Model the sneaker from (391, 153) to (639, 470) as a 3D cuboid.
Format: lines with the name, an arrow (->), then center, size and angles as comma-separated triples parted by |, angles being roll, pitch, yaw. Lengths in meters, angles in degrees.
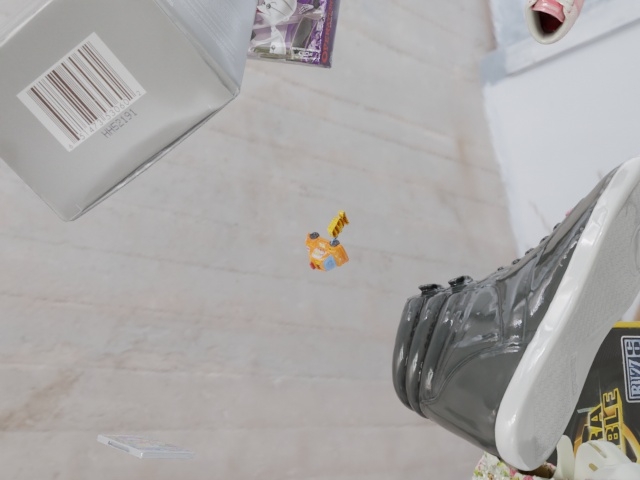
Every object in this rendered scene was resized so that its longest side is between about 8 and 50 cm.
sneaker -> 0.159, 0.033, 0.827 | 0.295, 0.147, 0.104 | -54, 135, -26

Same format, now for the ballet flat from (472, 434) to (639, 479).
ballet flat -> 0.199, 0.194, 0.829 | 0.091, 0.241, 0.077 | 10, 79, -30

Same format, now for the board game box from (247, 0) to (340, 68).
board game box -> -0.136, -0.343, 1.341 | 0.056, 0.347, 0.208 | 3, 96, -68

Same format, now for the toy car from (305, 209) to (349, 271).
toy car -> 0.000, 0.000, 1.240 | 0.040, 0.060, 0.122 | -54, 161, -22

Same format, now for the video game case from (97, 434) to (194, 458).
video game case -> -0.246, 0.290, 1.472 | 0.087, 0.122, 0.011 | 12, 85, -41

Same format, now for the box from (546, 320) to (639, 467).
box -> 0.327, 0.256, 1.225 | 0.257, 0.079, 0.321 | 3, 80, -32

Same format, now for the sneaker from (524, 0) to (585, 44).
sneaker -> 0.219, -0.235, 0.928 | 0.051, 0.134, 0.070 | 23, 38, 12

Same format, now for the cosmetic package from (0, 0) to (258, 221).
cosmetic package -> -0.114, -0.127, 0.616 | 0.107, 0.127, 0.238 | 49, 20, -19
